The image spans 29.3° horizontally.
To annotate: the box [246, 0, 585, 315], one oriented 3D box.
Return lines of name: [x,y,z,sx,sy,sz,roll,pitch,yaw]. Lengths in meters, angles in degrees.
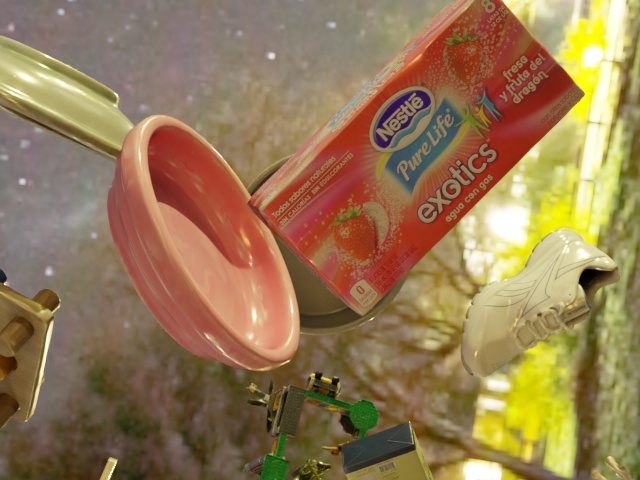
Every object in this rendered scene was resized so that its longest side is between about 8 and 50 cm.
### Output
box: [0.085,-0.087,1.189,0.300,0.142,0.154,-45,9,-2]

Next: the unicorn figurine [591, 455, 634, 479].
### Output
unicorn figurine: [0.383,0.322,1.507,0.162,0.111,0.060,10,-59,-48]

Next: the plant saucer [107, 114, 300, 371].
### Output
plant saucer: [-0.145,0.013,1.458,0.332,0.084,0.332,54,-163,-25]

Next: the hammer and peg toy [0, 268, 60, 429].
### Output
hammer and peg toy: [-0.568,0.106,1.816,0.127,0.361,0.266,-55,-8,-47]

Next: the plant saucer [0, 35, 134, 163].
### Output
plant saucer: [-0.431,-0.229,1.915,0.100,0.400,0.400,-65,-10,-3]

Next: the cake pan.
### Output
cake pan: [0.000,0.000,1.912,0.054,0.293,0.293,-131,46,-76]

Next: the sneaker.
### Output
sneaker: [0.331,0.099,1.868,0.297,0.129,0.111,-44,-52,-15]

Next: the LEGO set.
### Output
LEGO set: [-0.036,0.437,2.399,0.192,0.255,0.331,137,143,-64]

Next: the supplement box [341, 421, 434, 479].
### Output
supplement box: [0.076,0.258,1.344,0.056,0.083,0.083,-90,-21,-72]

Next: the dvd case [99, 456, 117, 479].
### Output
dvd case: [-0.350,0.436,1.859,0.221,0.018,0.164,-126,55,-84]
